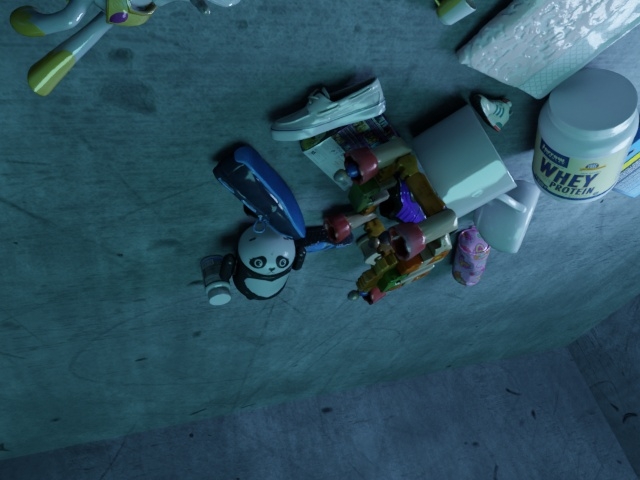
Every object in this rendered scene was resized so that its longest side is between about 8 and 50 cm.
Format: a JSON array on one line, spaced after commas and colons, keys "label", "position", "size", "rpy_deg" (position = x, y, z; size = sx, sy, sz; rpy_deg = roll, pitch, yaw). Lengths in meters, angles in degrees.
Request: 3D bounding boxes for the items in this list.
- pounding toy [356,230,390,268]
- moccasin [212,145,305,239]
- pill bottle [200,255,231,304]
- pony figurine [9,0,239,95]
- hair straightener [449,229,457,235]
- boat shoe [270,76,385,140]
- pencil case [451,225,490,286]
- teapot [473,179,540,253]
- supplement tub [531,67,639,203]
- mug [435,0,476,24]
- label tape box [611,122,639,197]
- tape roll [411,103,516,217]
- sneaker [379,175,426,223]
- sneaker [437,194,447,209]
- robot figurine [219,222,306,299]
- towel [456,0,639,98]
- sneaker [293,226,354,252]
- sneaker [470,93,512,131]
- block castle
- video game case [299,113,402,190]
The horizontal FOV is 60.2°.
[{"label": "pounding toy", "position": [0.217, 0.065, 1.843], "size": [0.154, 0.154, 0.269], "rpy_deg": [-18, 150, -9]}, {"label": "moccasin", "position": [-0.152, -0.113, 1.424], "size": [0.117, 0.137, 0.342], "rpy_deg": [-22, 135, 15]}, {"label": "pill bottle", "position": [-0.316, 0.122, 1.675], "size": [0.078, 0.137, 0.078], "rpy_deg": [-13, 149, -8]}, {"label": "pony figurine", "position": [-0.250, -0.389, 0.755], "size": [0.364, 0.350, 0.303], "rpy_deg": [-10, 150, 25]}, {"label": "hair straightener", "position": [0.385, 0.023, 1.909], "size": [0.230, 0.047, 0.089], "rpy_deg": [-46, 146, 3]}, {"label": "boat shoe", "position": [0.011, -0.296, 1.230], "size": [0.268, 0.096, 0.088], "rpy_deg": [-14, 121, 5]}, {"label": "pencil case", "position": [0.559, 0.063, 2.060], "size": [0.124, 0.124, 0.284], "rpy_deg": [-17, 148, -2]}, {"label": "teapot", "position": [0.570, -0.090, 1.753], "size": [0.252, 0.187, 0.256], "rpy_deg": [-46, 151, -47]}, {"label": "supplement tub", "position": [0.702, -0.272, 1.480], "size": [0.236, 0.235, 0.325], "rpy_deg": [-21, 149, 5]}, {"label": "mug", "position": [0.265, -0.476, 1.114], "size": [0.064, 0.078, 0.062], "rpy_deg": [-32, 180, 38]}, {"label": "label tape box", "position": [0.999, -0.271, 1.761], "size": [0.334, 0.105, 0.240], "rpy_deg": [9, 140, -36]}, {"label": "tape roll", "position": [0.364, -0.201, 1.411], "size": [0.169, 0.246, 0.246], "rpy_deg": [-30, 147, 20]}, {"label": "sneaker", "position": [0.251, -0.098, 1.669], "size": [0.146, 0.102, 0.293], "rpy_deg": [-18, 145, 8]}, {"label": "sneaker", "position": [0.426, -0.153, 1.655], "size": [0.095, 0.104, 0.236], "rpy_deg": [-11, 150, -15]}, {"label": "robot figurine", "position": [-0.170, 0.071, 1.631], "size": [0.209, 0.174, 0.278], "rpy_deg": [-47, 168, -36]}, {"label": "towel", "position": [0.522, -0.462, 1.218], "size": [0.317, 0.053, 0.332], "rpy_deg": [9, 147, -37]}, {"label": "sneaker", "position": [0.000, 0.000, 1.725], "size": [0.209, 0.069, 0.082], "rpy_deg": [-5, 163, -22]}, {"label": "sneaker", "position": [0.445, -0.345, 1.418], "size": [0.075, 0.057, 0.161], "rpy_deg": [-46, 141, 13]}, {"label": "block castle", "position": [0.143, -0.025, 1.442], "size": [0.213, 0.303, 0.453], "rpy_deg": [-24, 163, -17]}, {"label": "video game case", "position": [0.092, -0.236, 1.408], "size": [0.210, 0.041, 0.232], "rpy_deg": [-29, 148, 18]}]
